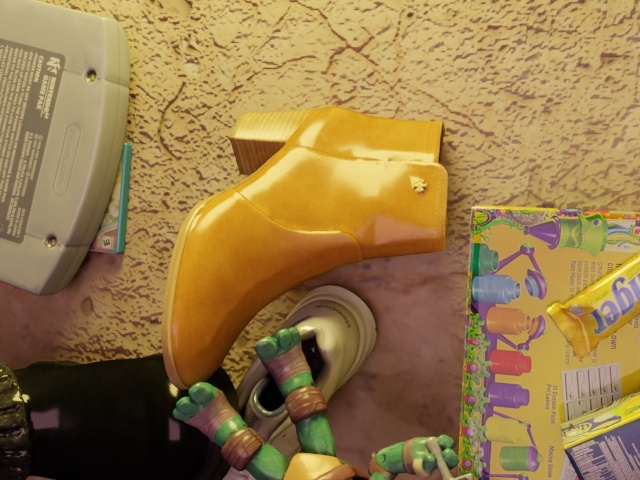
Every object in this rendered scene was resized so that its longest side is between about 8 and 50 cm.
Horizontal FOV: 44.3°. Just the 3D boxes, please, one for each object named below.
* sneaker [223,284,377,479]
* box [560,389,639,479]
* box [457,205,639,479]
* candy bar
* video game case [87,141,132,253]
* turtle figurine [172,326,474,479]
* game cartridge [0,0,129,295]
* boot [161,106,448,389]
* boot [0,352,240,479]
[{"bbox_3d":[-0.059,0.175,0.739,0.111,0.129,0.297,30,101,13],"label":"sneaker"},{"bbox_3d":[0.241,0.113,0.496,0.168,0.059,0.054,-28,85,15],"label":"box"},{"bbox_3d":[0.257,0.123,0.613,0.279,0.177,0.290,4,93,17],"label":"box"},{"bbox_3d":[0.227,0.017,0.520,0.161,0.018,0.040,-38,81,14],"label":"candy bar"},{"bbox_3d":[-0.286,-0.053,0.860,0.166,0.015,0.119,6,94,17],"label":"video game case"},{"bbox_3d":[0.000,0.184,0.575,0.234,0.175,0.118,48,148,30],"label":"turtle figurine"},{"bbox_3d":[-0.307,-0.101,0.831,0.196,0.060,0.295,18,97,19],"label":"game cartridge"},{"bbox_3d":[0.000,0.000,0.674,0.211,0.104,0.295,7,59,15],"label":"boot"},{"bbox_3d":[-0.268,0.169,0.685,0.347,0.260,0.131,-9,79,37],"label":"boot"}]
